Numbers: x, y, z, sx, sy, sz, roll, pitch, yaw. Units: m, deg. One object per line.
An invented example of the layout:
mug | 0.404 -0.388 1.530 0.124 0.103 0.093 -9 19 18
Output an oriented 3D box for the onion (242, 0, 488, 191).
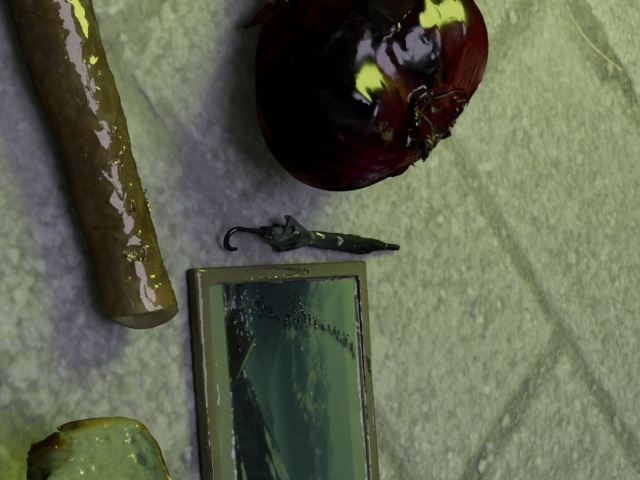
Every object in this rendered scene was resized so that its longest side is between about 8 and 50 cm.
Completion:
onion | 0.041 -0.173 1.590 0.280 0.221 0.281 4 74 -15

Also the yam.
yam | -0.213 -0.086 1.429 0.081 0.081 0.357 -22 100 -42

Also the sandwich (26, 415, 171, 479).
sandwich | -0.233 0.276 1.265 0.273 0.095 0.249 -12 58 -28

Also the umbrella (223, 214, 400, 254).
umbrella | 0.001 -0.005 1.650 0.269 0.044 0.044 1 113 -45

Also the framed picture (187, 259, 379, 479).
framed picture | -0.031 0.191 1.611 0.247 0.022 0.335 -1 86 -44
